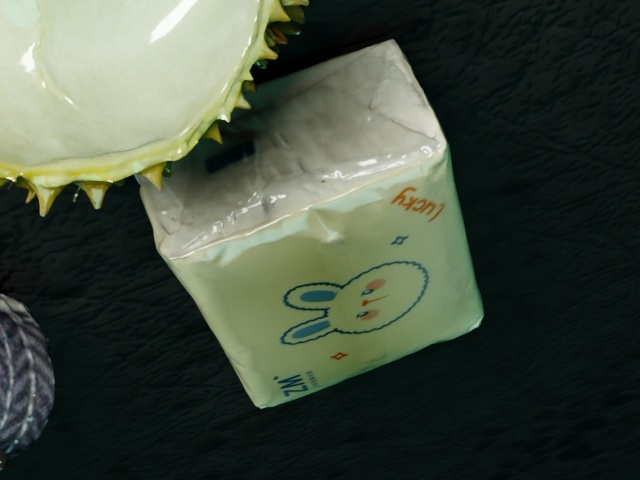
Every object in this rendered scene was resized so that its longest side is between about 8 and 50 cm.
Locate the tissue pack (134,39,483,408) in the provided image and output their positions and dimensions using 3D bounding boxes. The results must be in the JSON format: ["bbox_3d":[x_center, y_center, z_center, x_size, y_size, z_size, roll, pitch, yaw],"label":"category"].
[{"bbox_3d":[0.000,0.000,0.798,0.148,0.092,0.196,-21,151,1],"label":"tissue pack"}]

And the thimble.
[{"bbox_3d":[-0.195,0.080,0.812,0.066,0.095,0.104,14,122,-48],"label":"thimble"}]

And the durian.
[{"bbox_3d":[-0.097,-0.095,0.604,0.252,0.144,0.139,-5,110,-13],"label":"durian"}]

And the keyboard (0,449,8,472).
[{"bbox_3d":[-0.271,0.067,0.723,0.250,0.017,0.087,32,126,-22],"label":"keyboard"}]
